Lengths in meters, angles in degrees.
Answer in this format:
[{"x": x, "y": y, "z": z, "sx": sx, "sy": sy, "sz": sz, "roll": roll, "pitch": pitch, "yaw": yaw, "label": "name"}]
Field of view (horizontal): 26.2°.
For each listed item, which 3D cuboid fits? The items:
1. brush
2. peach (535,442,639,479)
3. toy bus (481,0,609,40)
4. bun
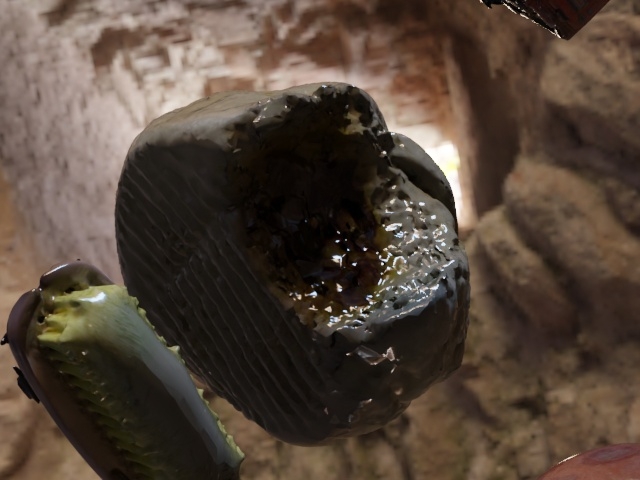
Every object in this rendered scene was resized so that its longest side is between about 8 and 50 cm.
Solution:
[{"x": -0.053, "y": 0.142, "z": 0.720, "sx": 0.067, "sy": 0.072, "sz": 0.312, "roll": 6, "pitch": -46, "yaw": 51, "label": "brush"}, {"x": 0.086, "y": 0.095, "z": 0.380, "sx": 0.083, "sy": 0.083, "sz": 0.083, "roll": -10, "pitch": 90, "yaw": -88, "label": "peach"}, {"x": 0.084, "y": -0.210, "z": 0.781, "sx": 0.073, "sy": 0.096, "sz": 0.235, "roll": 32, "pitch": 20, "yaw": -55, "label": "toy bus"}, {"x": -0.006, "y": 0.009, "z": 0.989, "sx": 0.282, "sy": 0.205, "sz": 0.281, "roll": 24, "pitch": -52, "yaw": 36, "label": "bun"}]
